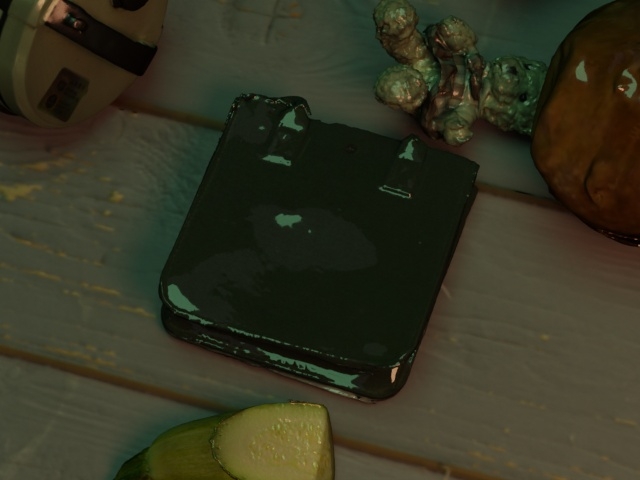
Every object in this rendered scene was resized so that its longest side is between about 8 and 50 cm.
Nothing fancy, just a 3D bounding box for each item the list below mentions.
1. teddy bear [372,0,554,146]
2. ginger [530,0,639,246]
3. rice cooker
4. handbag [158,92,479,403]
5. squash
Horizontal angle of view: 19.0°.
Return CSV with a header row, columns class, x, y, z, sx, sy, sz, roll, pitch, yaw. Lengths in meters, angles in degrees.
class,x,y,z,sx,sy,sz,roll,pitch,yaw
teddy bear,0.135,-0.143,1.823,0.213,0.111,0.133,14,67,-18
ginger,0.304,-0.127,1.715,0.200,0.223,0.269,28,72,9
rice cooker,-0.270,-0.230,1.831,0.244,0.226,0.226,29,69,24
handbag,0.000,0.000,1.764,0.247,0.079,0.260,16,62,11
squash,-0.090,0.191,1.673,0.200,0.075,0.090,-7,88,3
